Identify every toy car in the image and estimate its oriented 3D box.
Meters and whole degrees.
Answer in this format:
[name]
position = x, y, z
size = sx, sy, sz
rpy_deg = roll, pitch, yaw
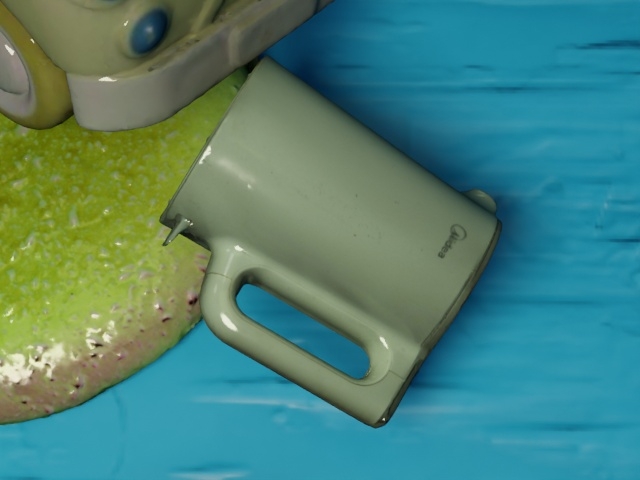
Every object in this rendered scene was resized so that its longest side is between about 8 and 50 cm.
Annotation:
[toy car]
position = -0.146, -0.232, 0.891
size = 0.336, 0.226, 0.242
rpy_deg = 35, 57, 27

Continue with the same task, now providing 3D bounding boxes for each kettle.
[kettle]
position = 0.003, -0.005, 0.871
size = 0.148, 0.098, 0.127
rpy_deg = 34, 32, -4

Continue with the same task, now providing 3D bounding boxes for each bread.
[bread]
position = -0.170, -0.045, 0.950
size = 0.301, 0.045, 0.301
rpy_deg = 0, 69, 1
